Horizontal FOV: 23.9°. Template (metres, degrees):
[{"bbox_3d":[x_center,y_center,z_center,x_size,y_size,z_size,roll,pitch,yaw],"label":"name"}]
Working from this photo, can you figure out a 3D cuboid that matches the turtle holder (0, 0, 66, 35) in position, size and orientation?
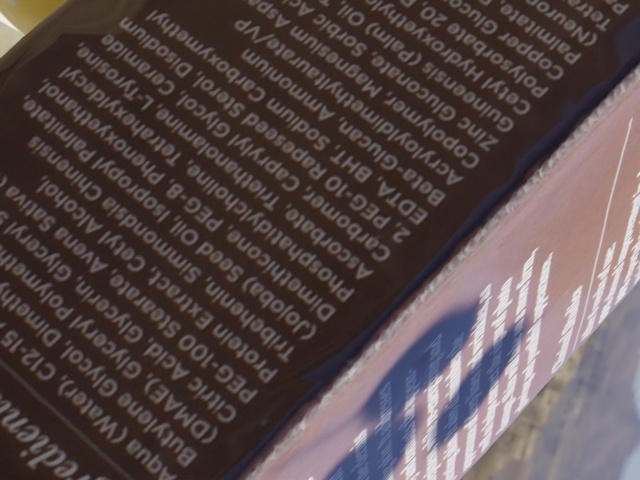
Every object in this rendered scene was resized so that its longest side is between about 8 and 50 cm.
[{"bbox_3d":[-0.069,-0.170,0.761,0.243,0.227,0.320,-8,78,-47],"label":"turtle holder"}]

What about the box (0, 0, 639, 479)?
[{"bbox_3d":[0.000,0.000,0.461,0.381,0.143,0.191,-46,160,-19],"label":"box"}]
